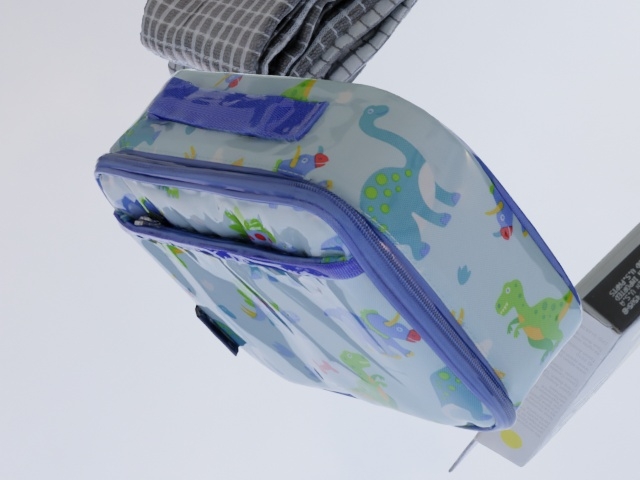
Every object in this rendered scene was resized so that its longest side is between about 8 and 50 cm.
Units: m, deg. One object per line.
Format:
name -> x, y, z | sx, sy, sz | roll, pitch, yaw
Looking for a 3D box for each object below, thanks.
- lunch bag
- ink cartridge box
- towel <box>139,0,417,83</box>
lunch bag -> 0.000, 0.000, 0.761 | 0.219, 0.176, 0.090 | 12, -122, 51
ink cartridge box -> 0.272, 0.071, 1.475 | 0.072, 0.307, 0.303 | 39, -127, 14
towel -> -0.016, -0.247, 1.483 | 0.284, 0.121, 0.235 | -50, -146, -10
